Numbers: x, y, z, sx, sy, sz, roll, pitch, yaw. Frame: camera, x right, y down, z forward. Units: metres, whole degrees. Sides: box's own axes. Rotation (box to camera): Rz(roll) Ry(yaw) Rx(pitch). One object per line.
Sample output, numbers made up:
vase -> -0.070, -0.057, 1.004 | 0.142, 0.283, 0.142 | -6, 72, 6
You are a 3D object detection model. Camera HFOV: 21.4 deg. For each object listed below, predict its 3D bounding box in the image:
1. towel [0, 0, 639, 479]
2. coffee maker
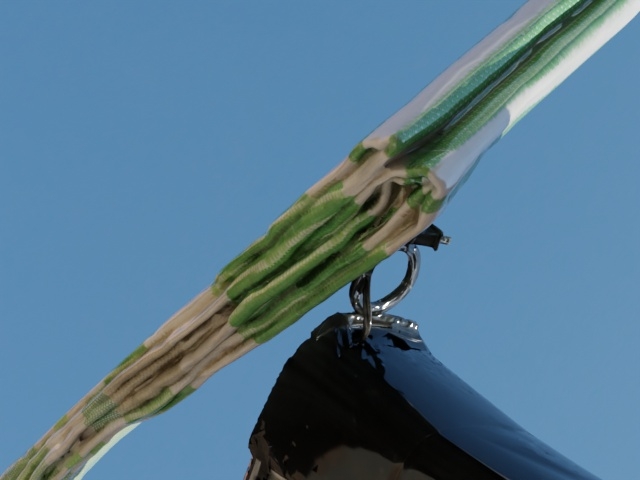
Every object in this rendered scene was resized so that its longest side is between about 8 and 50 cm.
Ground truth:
towel -> 0.000, 0.000, 0.750 | 0.038, 0.248, 0.325 | 48, -47, -1
coffee maker -> 0.060, 0.111, 0.722 | 0.178, 0.120, 0.171 | 32, -52, 41
